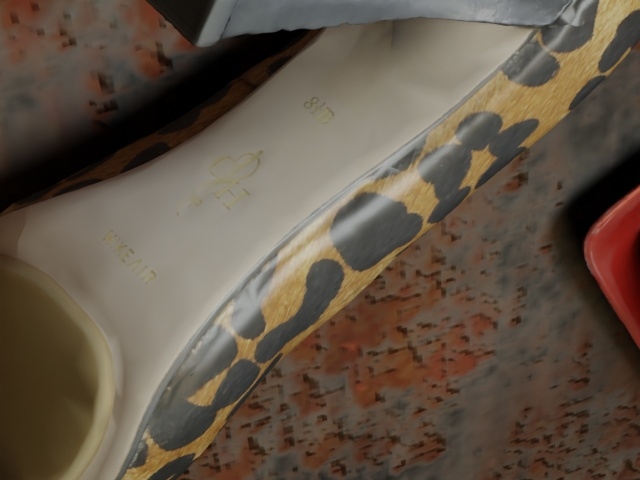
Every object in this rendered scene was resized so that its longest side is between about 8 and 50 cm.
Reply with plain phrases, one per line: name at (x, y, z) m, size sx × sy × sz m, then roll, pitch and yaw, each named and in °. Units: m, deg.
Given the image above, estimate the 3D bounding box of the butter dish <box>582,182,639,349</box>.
butter dish at (0.201, 0.018, 0.534) m, size 0.160 × 0.118 × 0.160 m, roll -37°, pitch 138°, yaw 5°

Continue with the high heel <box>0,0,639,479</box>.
high heel at (0.000, 0.000, 0.439) m, size 0.186 × 0.093 × 0.261 m, roll -11°, pitch 142°, yaw -40°
